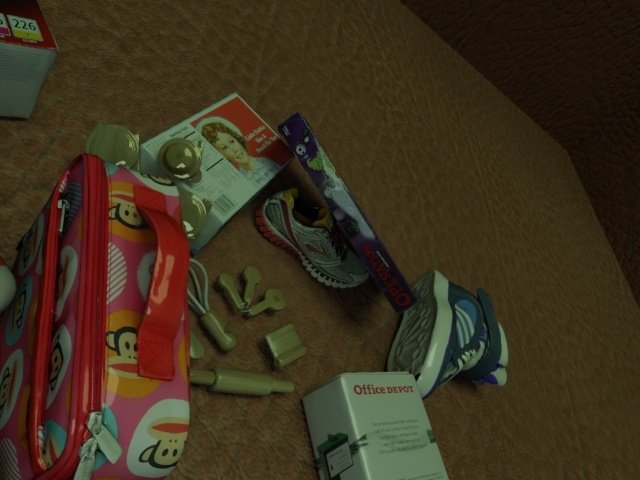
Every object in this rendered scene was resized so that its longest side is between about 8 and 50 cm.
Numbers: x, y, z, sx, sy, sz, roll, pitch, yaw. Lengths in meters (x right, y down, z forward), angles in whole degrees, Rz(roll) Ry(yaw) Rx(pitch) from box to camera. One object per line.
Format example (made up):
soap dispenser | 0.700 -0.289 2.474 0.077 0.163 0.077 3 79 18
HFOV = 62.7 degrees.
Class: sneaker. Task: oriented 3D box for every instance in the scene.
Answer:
sneaker | 0.255 0.209 0.937 0.236 0.130 0.322 40 32 -8
sneaker | 0.000 0.000 0.883 0.225 0.093 0.088 37 37 -20

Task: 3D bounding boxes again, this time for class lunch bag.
lunch bag | -0.198 0.077 0.465 0.120 0.258 0.293 19 45 -40

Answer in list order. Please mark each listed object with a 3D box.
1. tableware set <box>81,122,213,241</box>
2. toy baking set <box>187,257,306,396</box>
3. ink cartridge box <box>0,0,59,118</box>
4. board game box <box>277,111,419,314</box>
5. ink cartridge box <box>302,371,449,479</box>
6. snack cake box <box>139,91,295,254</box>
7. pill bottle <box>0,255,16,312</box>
tableware set | -0.221 -0.072 0.669 0.169 0.020 0.141 5 85 -11
toy baking set | -0.131 0.113 0.704 0.256 0.030 0.196 14 46 -39
ink cartridge box | -0.503 -0.287 0.572 0.310 0.130 0.271 -10 66 -50
board game box | 0.047 -0.051 0.897 0.346 0.056 0.208 57 10 -5
ink cartridge box | 0.081 0.298 0.708 0.160 0.093 0.219 13 50 -40
snack cake box | -0.162 -0.115 0.816 0.152 0.089 0.264 44 36 -6
pill bottle | -0.392 -0.044 0.382 0.322 0.182 0.181 60 35 -9
